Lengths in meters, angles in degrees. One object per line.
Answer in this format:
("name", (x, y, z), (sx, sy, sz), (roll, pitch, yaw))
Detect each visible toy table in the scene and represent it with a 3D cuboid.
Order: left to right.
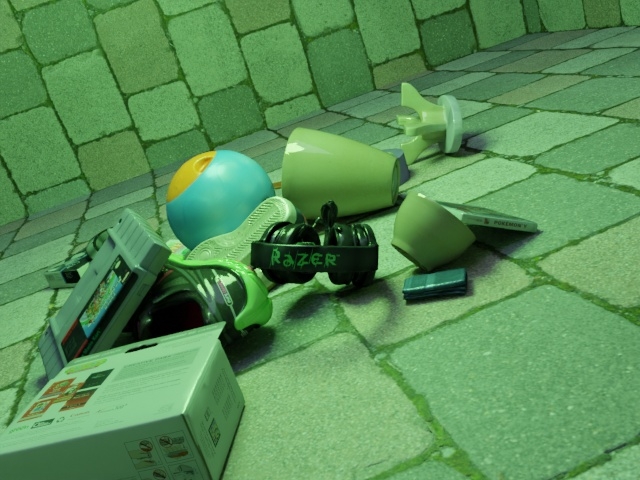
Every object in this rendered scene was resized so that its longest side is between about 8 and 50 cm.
("toy table", (0.327, -0.359, 1.995), (0.160, 0.252, 0.274), (-2, 8, -1))

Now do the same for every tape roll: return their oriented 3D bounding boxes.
("tape roll", (0.166, -0.204, 1.929), (0.189, 0.080, 0.189), (-16, 19, 6))

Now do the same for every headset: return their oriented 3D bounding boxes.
("headset", (0.000, 0.000, 1.314), (0.243, 0.185, 0.394), (2, 0, 8))

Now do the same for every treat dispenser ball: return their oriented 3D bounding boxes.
("treat dispenser ball", (-0.258, -0.092, 1.699), (0.288, 0.288, 0.288), (-16, 20, 6))

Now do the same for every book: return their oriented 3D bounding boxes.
("book", (-0.423, 0.037, 1.893), (0.144, 0.035, 0.096), (1, 31, 41))

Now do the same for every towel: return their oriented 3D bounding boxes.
("towel", (0.212, 0.082, 1.194), (0.119, 0.029, 0.067), (-12, 21, 21))

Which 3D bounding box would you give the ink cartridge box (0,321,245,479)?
("ink cartridge box", (-0.288, 0.268, 0.995), (0.309, 0.130, 0.272), (-14, 18, 11))

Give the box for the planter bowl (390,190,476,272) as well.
("planter bowl", (0.207, -0.007, 1.277), (0.109, 0.162, 0.162), (-52, 24, -2))

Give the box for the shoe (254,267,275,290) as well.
("shoe", (-0.120, 0.073, 1.473), (0.219, 0.058, 0.076), (-28, 21, -24))

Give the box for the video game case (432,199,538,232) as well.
("video game case", (0.317, -0.056, 1.352), (0.183, 0.023, 0.201), (6, 11, -22))

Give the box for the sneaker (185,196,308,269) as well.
("sneaker", (-0.175, 0.037, 1.562), (0.350, 0.148, 0.131), (-31, 59, 18))

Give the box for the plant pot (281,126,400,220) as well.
("plant pot", (0.067, -0.168, 1.729), (0.274, 0.256, 0.256), (5, 26, 16))

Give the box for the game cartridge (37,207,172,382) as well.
("game cartridge", (-0.446, 0.120, 1.308), (0.355, 0.068, 0.230), (-57, 32, 1))

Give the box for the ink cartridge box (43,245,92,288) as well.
("ink cartridge box", (-0.698, 0.045, 2.069), (0.165, 0.065, 0.332), (-7, 22, 31))

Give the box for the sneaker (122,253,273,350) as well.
("sneaker", (-0.323, 0.136, 1.310), (0.482, 0.185, 0.202), (-7, 24, 39))

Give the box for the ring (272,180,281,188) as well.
("ring", (-0.202, -0.145, 2.177), (0.336, 0.032, 0.336), (-16, 20, 6))

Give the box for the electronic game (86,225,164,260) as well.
("electronic game", (-0.595, 0.017, 1.980), (0.229, 0.048, 0.229), (3, 32, -2))
